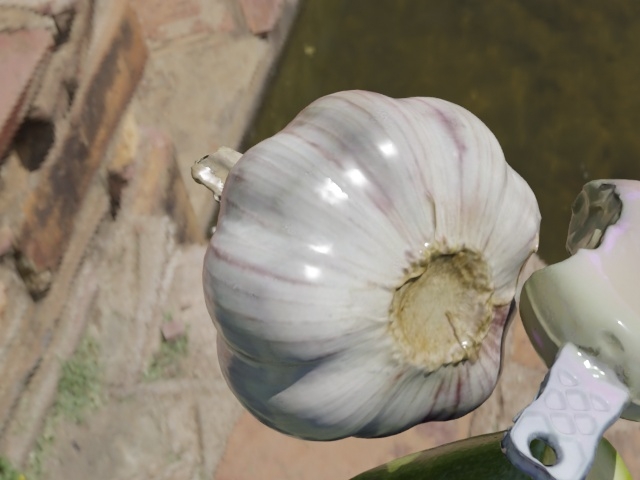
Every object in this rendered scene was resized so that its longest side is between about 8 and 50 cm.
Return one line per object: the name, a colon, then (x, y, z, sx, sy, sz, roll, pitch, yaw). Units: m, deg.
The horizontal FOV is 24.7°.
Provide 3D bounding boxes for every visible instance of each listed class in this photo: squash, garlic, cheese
squash: (0.095, 0.209, 1.151, 0.252, 0.169, 0.093, -20, 77, 34)
garlic: (0.000, 0.000, 0.989, 0.245, 0.245, 0.253, -41, 44, -20)
cheese: (0.190, 0.064, 0.943, 0.163, 0.082, 0.286, 39, 42, 10)
